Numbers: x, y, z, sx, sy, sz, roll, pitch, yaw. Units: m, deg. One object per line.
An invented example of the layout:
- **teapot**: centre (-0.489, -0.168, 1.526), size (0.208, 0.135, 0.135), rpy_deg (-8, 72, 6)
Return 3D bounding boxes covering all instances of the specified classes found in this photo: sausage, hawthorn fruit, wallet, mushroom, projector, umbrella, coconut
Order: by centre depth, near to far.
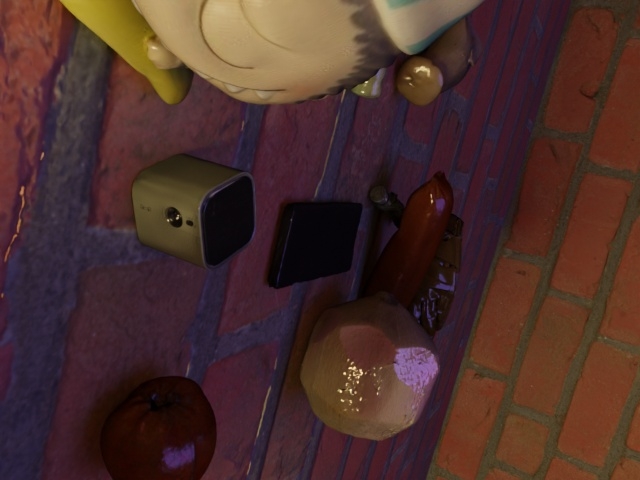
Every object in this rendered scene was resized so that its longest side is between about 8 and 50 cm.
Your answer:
- **projector**: centre (-0.118, -0.029, 0.544), size (0.083, 0.082, 0.083), rpy_deg (-40, 140, -48)
- **hawthorn fruit**: centre (-0.161, 0.205, 0.585), size (0.128, 0.128, 0.128), rpy_deg (-44, 144, -45)
- **wallet**: centre (-0.001, 0.000, 0.875), size (0.244, 0.025, 0.124), rpy_deg (-7, 113, -62)
- **coconut**: centre (0.090, 0.203, 0.971), size (0.227, 0.227, 0.231), rpy_deg (1, 112, -64)
- **mushroom**: centre (0.225, -0.326, 1.041), size (0.247, 0.096, 0.108), rpy_deg (-48, 172, -35)
- **sausage**: centre (0.169, 0.026, 1.092), size (0.097, 0.094, 0.349), rpy_deg (-28, 148, -51)
- **umbrella**: centre (0.142, -0.065, 1.099), size (0.188, 0.050, 0.046), rpy_deg (34, 48, -62)

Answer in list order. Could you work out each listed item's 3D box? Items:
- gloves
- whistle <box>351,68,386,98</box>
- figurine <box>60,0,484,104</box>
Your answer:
- **gloves**: centre (0.225, 0.088, 1.258), size (0.141, 0.154, 0.331), rpy_deg (90, 21, -66)
- **whistle**: centre (0.089, -0.329, 0.790), size (0.126, 0.067, 0.258), rpy_deg (-25, 131, -56)
- **figurine**: centre (0.049, -0.199, 0.428), size (0.361, 0.377, 0.267), rpy_deg (4, 103, -63)
